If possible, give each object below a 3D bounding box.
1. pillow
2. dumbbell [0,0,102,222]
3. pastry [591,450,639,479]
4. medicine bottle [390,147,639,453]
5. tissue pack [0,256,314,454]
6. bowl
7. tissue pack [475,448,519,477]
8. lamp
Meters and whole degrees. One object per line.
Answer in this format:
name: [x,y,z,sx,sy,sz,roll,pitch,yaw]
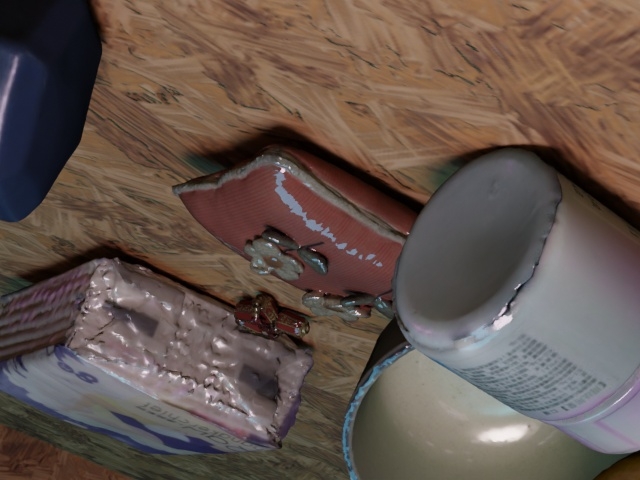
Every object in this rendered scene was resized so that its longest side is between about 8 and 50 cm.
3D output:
pillow: [0.000,0.000,1.139,0.179,0.075,0.171,30,162,-21]
dumbbell: [-0.294,-0.126,0.997,0.316,0.156,0.144,19,134,7]
pastry: [0.280,0.229,1.077,0.164,0.356,0.356,54,-174,37]
medicine bottle: [0.142,0.040,0.991,0.168,0.135,0.135,31,161,-31]
tissue pack: [-0.184,0.125,1.671,0.242,0.125,0.343,28,162,-20]
bowl: [0.120,0.113,1.203,0.211,0.112,0.211,1,124,2]
tissue pack: [0.242,0.273,1.417,0.266,0.194,0.356,37,167,14]
lamp: [-0.052,0.070,1.508,0.063,0.031,0.083,30,166,-24]
